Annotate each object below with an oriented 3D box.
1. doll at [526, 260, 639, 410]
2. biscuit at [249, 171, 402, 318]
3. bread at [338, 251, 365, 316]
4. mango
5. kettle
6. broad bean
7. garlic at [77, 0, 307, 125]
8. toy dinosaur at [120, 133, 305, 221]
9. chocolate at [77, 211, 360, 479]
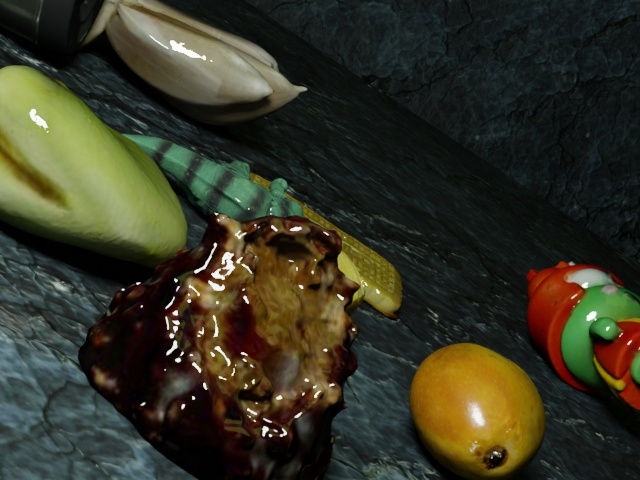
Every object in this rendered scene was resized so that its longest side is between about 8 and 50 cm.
[{"bbox_3d":[0.387,0.125,1.978,0.183,0.160,0.363,30,12,-28],"label":"doll"},{"bbox_3d":[0.000,0.000,1.732,0.254,0.029,0.172,35,12,-6],"label":"biscuit"},{"bbox_3d":[-0.031,0.056,1.317,0.102,0.094,0.245,47,15,9],"label":"bread"},{"bbox_3d":[0.156,0.161,1.360,0.138,0.113,0.253,37,11,6],"label":"mango"},{"bbox_3d":[-0.392,-0.382,1.711,0.271,0.207,0.250,21,45,-3],"label":"kettle"},{"bbox_3d":[-0.205,-0.058,1.215,0.189,0.121,0.263,49,16,33],"label":"broad bean"},{"bbox_3d":[-0.189,-0.258,1.939,0.325,0.132,0.279,30,14,-13],"label":"garlic"},{"bbox_3d":[-0.103,-0.053,1.560,0.292,0.079,0.120,35,11,14],"label":"toy dinosaur"},{"bbox_3d":[-0.044,0.068,1.047,0.224,0.177,0.206,24,17,-37],"label":"chocolate"}]
